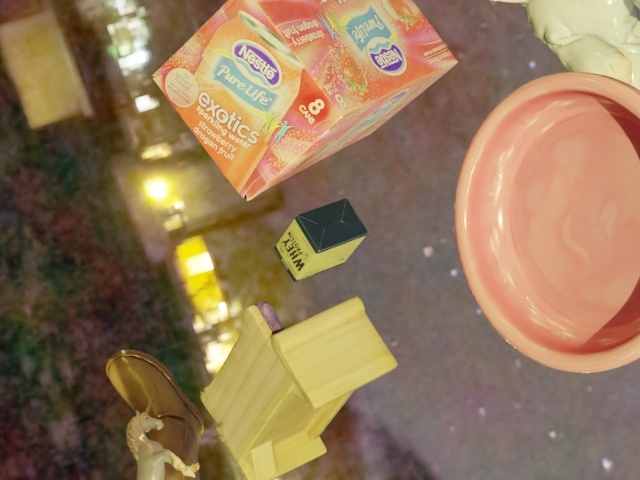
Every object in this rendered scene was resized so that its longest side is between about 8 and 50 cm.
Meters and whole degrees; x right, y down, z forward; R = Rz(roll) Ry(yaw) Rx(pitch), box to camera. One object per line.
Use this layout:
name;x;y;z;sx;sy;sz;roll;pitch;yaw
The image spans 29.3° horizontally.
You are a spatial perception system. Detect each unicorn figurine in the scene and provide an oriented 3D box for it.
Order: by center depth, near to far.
unicorn figurine;-0.206;0.287;1.546;0.060;0.111;0.162;19;85;-62

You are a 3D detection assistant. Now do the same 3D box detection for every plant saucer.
plant saucer;0.296;-0.022;1.371;0.332;0.084;0.332;9;-79;48

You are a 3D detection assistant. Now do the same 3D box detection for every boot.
boot;-0.271;0.328;2.030;0.236;0.089;0.269;45;18;-23

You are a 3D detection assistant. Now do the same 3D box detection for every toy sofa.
toy sofa;-0.043;0.210;1.813;0.177;0.150;0.362;57;-31;18

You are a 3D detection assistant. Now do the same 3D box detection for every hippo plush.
hippo plush;0.435;-0.358;1.762;0.294;0.234;0.236;49;-55;22

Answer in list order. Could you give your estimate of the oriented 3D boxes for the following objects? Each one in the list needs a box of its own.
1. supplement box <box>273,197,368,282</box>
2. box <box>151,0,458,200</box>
supplement box;0.000;0.000;1.556;0.056;0.083;0.083;59;-36;17
box;-0.004;-0.170;1.217;0.154;0.142;0.300;54;32;2
